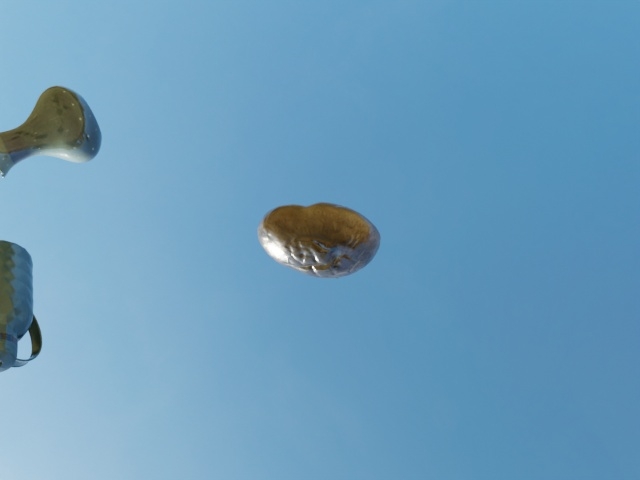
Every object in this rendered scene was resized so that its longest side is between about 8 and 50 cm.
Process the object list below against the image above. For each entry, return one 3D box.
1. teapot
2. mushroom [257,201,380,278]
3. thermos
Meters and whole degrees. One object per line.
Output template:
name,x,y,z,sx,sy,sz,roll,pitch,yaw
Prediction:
teapot,-0.640,-0.235,1.245,0.251,0.183,0.183,-31,-124,-25
mushroom,0.000,0.000,1.241,0.279,0.278,0.145,1,-119,18
thermos,-0.667,0.148,1.143,0.145,0.182,0.286,-32,-129,6
